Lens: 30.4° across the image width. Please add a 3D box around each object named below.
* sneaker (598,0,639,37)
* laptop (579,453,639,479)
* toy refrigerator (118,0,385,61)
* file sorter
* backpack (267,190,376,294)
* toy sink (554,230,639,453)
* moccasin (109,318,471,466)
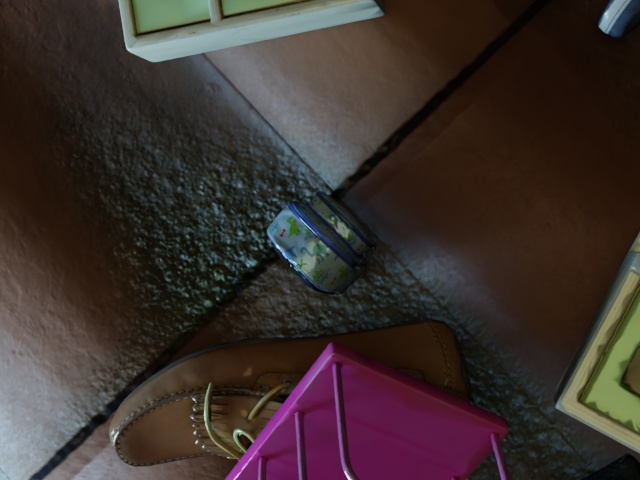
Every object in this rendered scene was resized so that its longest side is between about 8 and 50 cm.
[{"bbox_3d":[0.405,-0.239,1.160,0.226,0.086,0.163,-38,80,8],"label":"sneaker"},{"bbox_3d":[0.276,0.502,1.189,0.382,0.236,0.407,-34,55,17],"label":"laptop"},{"bbox_3d":[-0.076,-0.270,1.254,0.270,0.094,0.102,-9,88,12],"label":"toy refrigerator"},{"bbox_3d":[0.024,0.286,1.101,0.202,0.182,0.290,26,118,-19],"label":"file sorter"},{"bbox_3d":[0.000,0.000,1.226,0.105,0.114,0.084,44,98,9],"label":"backpack"},{"bbox_3d":[0.349,0.091,1.145,0.153,0.131,0.234,29,95,10],"label":"toy sink"},{"bbox_3d":[-0.033,0.186,1.212,0.380,0.139,0.147,-6,48,5],"label":"moccasin"}]
